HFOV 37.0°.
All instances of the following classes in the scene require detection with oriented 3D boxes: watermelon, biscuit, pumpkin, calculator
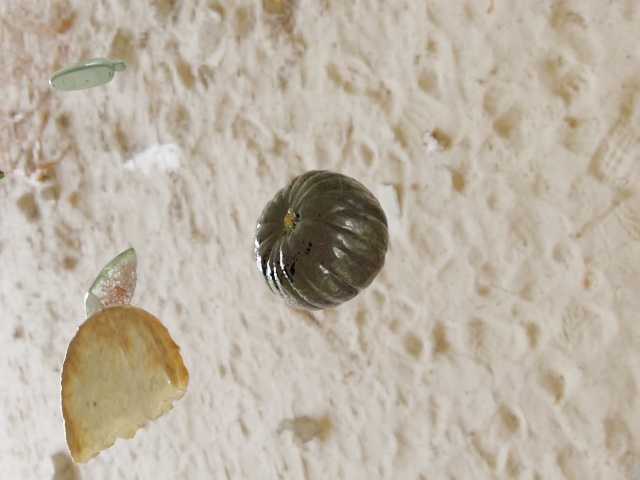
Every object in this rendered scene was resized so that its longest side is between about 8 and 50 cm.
[{"bbox_3d":[-0.417,0.098,1.904,0.081,0.094,0.180,-76,3,-79],"label":"watermelon"},{"bbox_3d":[-0.315,0.205,1.473,0.309,0.040,0.204,-38,66,35],"label":"biscuit"},{"bbox_3d":[0.000,0.000,1.449,0.220,0.162,0.220,-30,42,32],"label":"pumpkin"},{"bbox_3d":[-0.457,-0.327,1.881,0.095,0.153,0.021,117,137,-71],"label":"calculator"}]

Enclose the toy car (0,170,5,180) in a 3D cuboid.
[{"bbox_3d":[-0.688,-0.095,1.870,0.165,0.071,0.062,-18,104,26],"label":"toy car"}]
